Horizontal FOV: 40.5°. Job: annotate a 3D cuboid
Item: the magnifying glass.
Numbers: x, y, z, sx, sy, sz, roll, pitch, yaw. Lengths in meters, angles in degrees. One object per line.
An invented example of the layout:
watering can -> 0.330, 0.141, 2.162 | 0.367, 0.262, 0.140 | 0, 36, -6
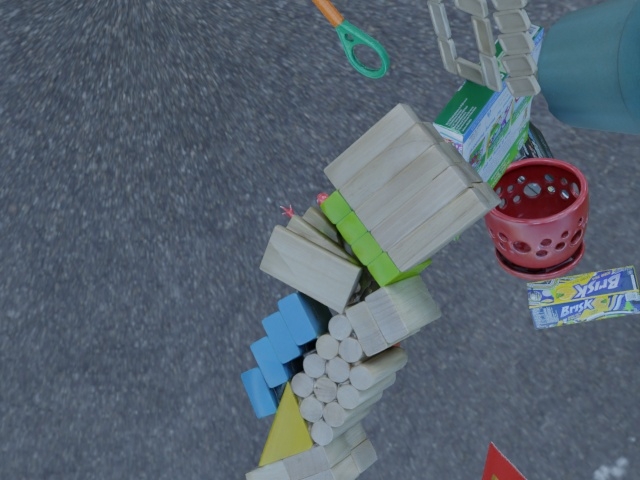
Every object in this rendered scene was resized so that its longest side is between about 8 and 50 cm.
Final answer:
magnifying glass -> 0.056, -0.426, 1.778 | 0.231, 0.092, 0.026 | 45, 60, -19

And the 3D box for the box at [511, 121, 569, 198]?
box -> 0.429, -0.190, 1.821 | 0.051, 0.220, 0.175 | -38, 128, 26

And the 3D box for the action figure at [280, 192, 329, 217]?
action figure -> 0.000, 0.000, 1.930 | 0.091, 0.139, 0.280 | -34, 136, -30

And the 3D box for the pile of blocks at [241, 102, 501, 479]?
pile of blocks -> 0.027, 0.061, 0.741 | 0.149, 0.113, 0.362 | 30, 106, 20

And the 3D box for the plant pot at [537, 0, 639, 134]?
plant pot -> 0.641, -0.353, 1.742 | 0.341, 0.334, 0.341 | -4, 99, -28

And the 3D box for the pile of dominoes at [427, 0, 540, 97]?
pile of dominoes -> 0.208, -0.301, 1.103 | 0.040, 0.196, 0.251 | -37, 133, -14

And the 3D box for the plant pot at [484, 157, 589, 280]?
plant pot -> 0.404, -0.031, 1.617 | 0.191, 0.191, 0.174 | -22, 127, -5

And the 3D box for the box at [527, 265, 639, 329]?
box -> 0.420, 0.091, 1.384 | 0.169, 0.059, 0.054 | -11, 129, 17

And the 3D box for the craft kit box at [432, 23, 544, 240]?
craft kit box -> 0.250, -0.165, 1.319 | 0.250, 0.061, 0.246 | -51, 152, -27

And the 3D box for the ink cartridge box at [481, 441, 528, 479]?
ink cartridge box -> 0.243, 0.461, 1.155 | 0.066, 0.261, 0.296 | 2, 106, -23
